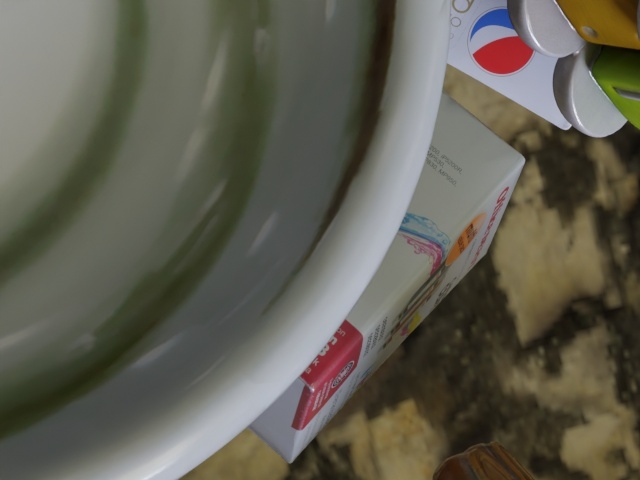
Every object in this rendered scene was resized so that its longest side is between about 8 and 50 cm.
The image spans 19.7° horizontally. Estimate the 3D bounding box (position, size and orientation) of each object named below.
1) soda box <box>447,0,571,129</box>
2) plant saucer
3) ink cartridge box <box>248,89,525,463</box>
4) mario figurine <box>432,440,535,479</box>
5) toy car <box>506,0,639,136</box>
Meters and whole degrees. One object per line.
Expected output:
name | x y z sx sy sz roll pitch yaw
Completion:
soda box | 0.104 -0.164 1.342 0.216 0.069 0.074 29 -169 -2
plant saucer | -0.160 -0.089 0.558 0.400 0.100 0.400 6 -109 -17
ink cartridge box | 0.000 0.000 0.975 0.127 0.128 0.176 39 -112 11
mario figurine | -0.021 0.223 0.996 0.320 0.198 0.170 -44 -137 5
toy car | 0.223 -0.144 1.189 0.159 0.182 0.136 16 -120 47
